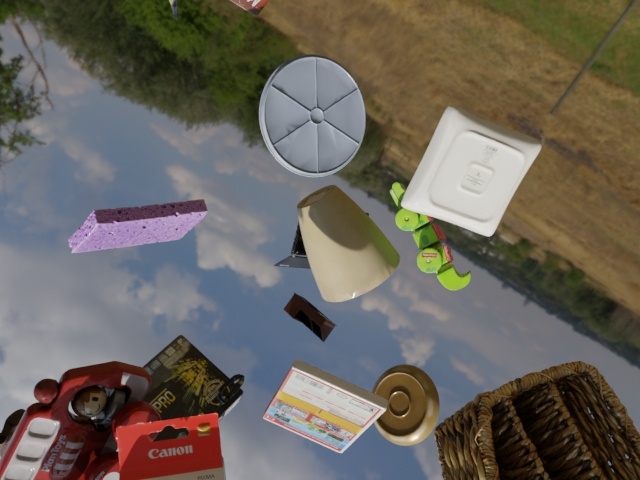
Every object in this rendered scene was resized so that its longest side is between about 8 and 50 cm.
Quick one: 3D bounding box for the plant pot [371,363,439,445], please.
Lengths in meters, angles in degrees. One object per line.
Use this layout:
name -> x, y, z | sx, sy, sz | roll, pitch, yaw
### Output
plant pot -> 0.242, 0.489, 1.758 | 0.032, 0.236, 0.236 | 24, -166, -50

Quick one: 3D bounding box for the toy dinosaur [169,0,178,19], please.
toy dinosaur -> -0.249, -0.564, 1.103 | 0.118, 0.268, 0.064 | 49, -150, 11

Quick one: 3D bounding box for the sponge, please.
sponge -> -0.312, -0.025, 1.018 | 0.210, 0.117, 0.031 | -9, -108, -44

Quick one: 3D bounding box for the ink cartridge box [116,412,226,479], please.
ink cartridge box -> -0.250, 0.421, 0.994 | 0.181, 0.224, 0.056 | -6, 179, -7

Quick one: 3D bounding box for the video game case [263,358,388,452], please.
video game case -> 0.000, 0.362, 1.257 | 0.204, 0.285, 0.025 | 25, -130, -1

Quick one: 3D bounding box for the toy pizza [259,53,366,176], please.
toy pizza -> -0.013, -0.208, 0.987 | 0.201, 0.201, 0.032 | 29, 173, -29

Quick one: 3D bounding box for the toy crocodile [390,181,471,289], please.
toy crocodile -> 0.293, -0.015, 1.610 | 0.340, 0.105, 0.115 | 64, -162, 13

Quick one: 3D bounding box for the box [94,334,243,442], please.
box -> -0.510, 0.562, 2.009 | 0.318, 0.097, 0.395 | 39, -128, 12

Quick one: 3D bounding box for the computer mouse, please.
computer mouse -> -0.245, 0.419, 1.372 | 0.041, 0.242, 0.071 | 17, 154, 34

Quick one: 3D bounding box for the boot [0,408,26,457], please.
boot -> -0.813, 0.510, 1.551 | 0.037, 0.114, 0.106 | 27, -130, 3

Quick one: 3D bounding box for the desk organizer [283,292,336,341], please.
desk organizer -> -0.027, 0.182, 1.395 | 0.130, 0.050, 0.047 | 36, -179, 43

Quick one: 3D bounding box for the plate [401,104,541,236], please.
plate -> 0.377, -0.158, 1.449 | 0.277, 0.278, 0.045 | 18, -159, -16

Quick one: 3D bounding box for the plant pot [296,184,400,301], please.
plant pot -> 0.052, -0.009, 1.673 | 0.274, 0.256, 0.256 | 60, -178, -18

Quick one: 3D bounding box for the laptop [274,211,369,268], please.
laptop -> 0.000, 0.000, 1.925 | 0.234, 0.264, 0.136 | 5, -159, -24

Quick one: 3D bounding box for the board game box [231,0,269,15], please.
board game box -> -0.142, -0.522, 1.110 | 0.027, 0.145, 0.281 | 49, -162, 8

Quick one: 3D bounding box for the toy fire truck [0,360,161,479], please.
toy fire truck -> -0.505, 0.396, 1.251 | 0.254, 0.302, 0.169 | 26, -176, -38

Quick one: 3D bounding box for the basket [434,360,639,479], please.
basket -> 0.323, 0.341, 0.811 | 0.213, 0.223, 0.299 | 9, -131, -41
